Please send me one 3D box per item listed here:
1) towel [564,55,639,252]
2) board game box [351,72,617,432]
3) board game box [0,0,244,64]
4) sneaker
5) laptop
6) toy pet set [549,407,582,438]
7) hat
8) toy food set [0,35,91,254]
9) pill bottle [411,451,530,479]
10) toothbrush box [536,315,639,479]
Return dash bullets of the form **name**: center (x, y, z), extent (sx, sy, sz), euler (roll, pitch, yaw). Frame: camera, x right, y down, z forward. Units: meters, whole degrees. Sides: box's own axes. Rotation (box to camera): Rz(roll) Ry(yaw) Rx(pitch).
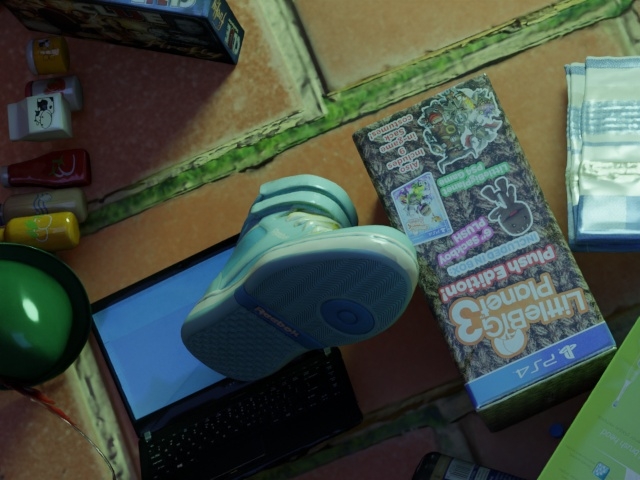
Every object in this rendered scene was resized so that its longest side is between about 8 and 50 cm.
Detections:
- **towel**: center (0.345, -0.088, 1.769), extent (0.209, 0.034, 0.285), euler (0, 43, 8)
- **board game box**: center (0.164, 0.020, 1.746), extent (0.141, 0.232, 0.291), euler (-25, 76, 3)
- **board game box**: center (-0.215, -0.246, 1.890), extent (0.243, 0.165, 0.042), euler (10, 80, 11)
- **sneaker**: center (0.000, 0.000, 1.706), extent (0.127, 0.319, 0.208), euler (40, 54, -21)
- **laptop**: center (-0.105, 0.125, 1.811), extent (0.234, 0.264, 0.136), euler (-26, 113, 3)
- **toy pet set**: center (0.310, 0.213, 1.780), extent (0.114, 0.065, 0.122), euler (-33, 44, 2)
- **hat**: center (-0.303, 0.118, 1.784), extent (0.208, 0.183, 0.173), euler (5, 115, -12)
- **toy food set**: center (-0.308, -0.094, 1.898), extent (0.105, 0.111, 0.232), euler (-7, 80, 6)
- **pill bottle**: center (0.189, 0.292, 1.742), extent (0.219, 0.123, 0.122), euler (16, 81, 12)
- **toothbrush box**: center (0.286, 0.189, 1.566), extent (0.122, 0.206, 0.283), euler (33, 89, 18)
